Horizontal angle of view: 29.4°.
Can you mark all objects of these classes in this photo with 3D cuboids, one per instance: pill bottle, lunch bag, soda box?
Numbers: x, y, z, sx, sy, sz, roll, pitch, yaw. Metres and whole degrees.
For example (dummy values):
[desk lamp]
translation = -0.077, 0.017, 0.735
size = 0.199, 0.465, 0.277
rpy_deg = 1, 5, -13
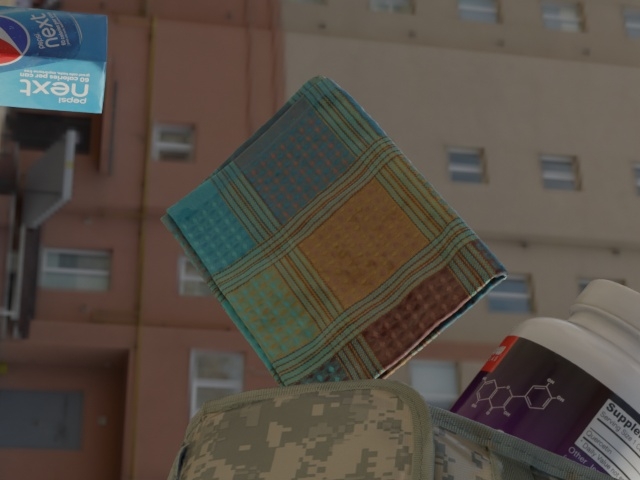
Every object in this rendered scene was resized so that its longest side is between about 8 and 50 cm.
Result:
[pill bottle]
translation = 0.184, 0.194, 1.033
size = 0.323, 0.181, 0.181
rpy_deg = -51, -175, -11
[lunch bag]
translation = 0.039, 0.205, 0.615
size = 0.235, 0.287, 0.169
rpy_deg = -79, -165, -57
[soda box]
translation = -0.307, -0.173, 1.138
size = 0.071, 0.210, 0.067
rpy_deg = 109, -22, -50

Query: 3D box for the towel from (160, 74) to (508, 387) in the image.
[towel]
translation = 0.000, 0.000, 1.360
size = 0.370, 0.271, 0.040
rpy_deg = 51, 4, 37
